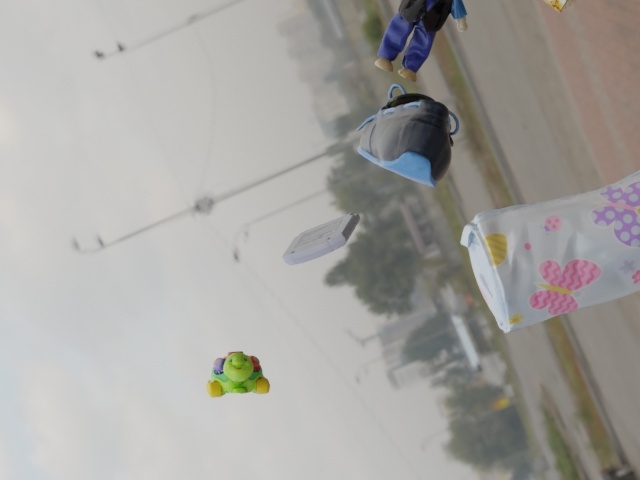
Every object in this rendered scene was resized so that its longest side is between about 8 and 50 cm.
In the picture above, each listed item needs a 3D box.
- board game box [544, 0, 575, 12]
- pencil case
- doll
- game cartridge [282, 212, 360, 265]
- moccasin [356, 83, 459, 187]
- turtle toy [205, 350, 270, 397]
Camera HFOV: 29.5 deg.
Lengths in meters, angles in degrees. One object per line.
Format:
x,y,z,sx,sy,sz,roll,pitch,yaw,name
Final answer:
0.357,-0.390,1.506,0.045,0.146,0.193,42,142,16,board game box
0.279,-0.005,1.183,0.113,0.273,0.124,-109,-1,-66,pencil case
0.151,-0.323,1.734,0.129,0.189,0.046,21,-160,-9,doll
0.000,0.000,1.299,0.017,0.083,0.056,59,-145,-15,game cartridge
0.138,-0.144,1.683,0.137,0.117,0.342,20,-174,-11,moccasin
-0.124,0.199,1.825,0.130,0.095,0.066,153,114,-82,turtle toy
